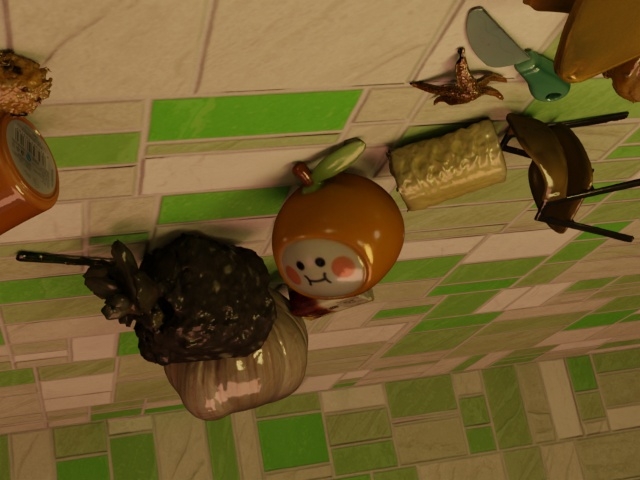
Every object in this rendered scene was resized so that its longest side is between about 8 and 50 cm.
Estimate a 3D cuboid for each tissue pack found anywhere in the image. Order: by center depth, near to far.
[{"bbox_3d":[0.017,0.086,1.929,0.148,0.106,0.099,-20,158,25],"label":"tissue pack"}]

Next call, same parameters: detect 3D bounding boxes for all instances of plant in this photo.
[{"bbox_3d":[-0.251,0.101,1.663,0.312,0.213,0.215,4,159,-41],"label":"plant"}]

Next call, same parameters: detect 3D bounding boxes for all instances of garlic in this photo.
[{"bbox_3d":[-0.168,0.208,1.936,0.317,0.260,0.317,-2,-167,1],"label":"garlic"}]

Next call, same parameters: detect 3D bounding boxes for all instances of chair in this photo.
[{"bbox_3d":[0.372,-0.107,1.470,0.246,0.159,0.172,-2,138,-18],"label":"chair"}]

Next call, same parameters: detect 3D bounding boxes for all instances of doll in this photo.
[{"bbox_3d":[0.016,-0.035,1.506,0.213,0.236,0.213,-20,-157,9],"label":"doll"}]

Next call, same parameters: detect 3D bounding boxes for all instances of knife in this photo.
[{"bbox_3d":[0.244,-0.237,1.247,0.063,0.035,0.260,-16,156,36],"label":"knife"}]

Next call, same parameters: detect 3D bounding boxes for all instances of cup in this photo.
[{"bbox_3d":[-0.460,-0.057,1.203,0.263,0.182,0.226,-22,-167,12],"label":"cup"}]

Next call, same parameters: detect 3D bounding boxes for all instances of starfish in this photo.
[{"bbox_3d":[0.186,-0.206,1.275,0.133,0.041,0.130,-12,160,4],"label":"starfish"}]

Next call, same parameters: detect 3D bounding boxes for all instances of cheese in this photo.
[{"bbox_3d":[0.193,-0.115,1.470,0.167,0.094,0.123,-18,151,9],"label":"cheese"}]

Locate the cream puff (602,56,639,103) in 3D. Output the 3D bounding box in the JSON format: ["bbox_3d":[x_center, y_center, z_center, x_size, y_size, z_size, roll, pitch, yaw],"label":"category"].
[{"bbox_3d":[0.413,-0.244,1.172,0.165,0.115,0.150,-25,155,17],"label":"cream puff"}]

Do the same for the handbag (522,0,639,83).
[{"bbox_3d":[0.360,-0.320,0.911,0.282,0.133,0.401,-14,161,-3],"label":"handbag"}]

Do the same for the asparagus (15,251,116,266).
[{"bbox_3d":[-0.418,0.039,1.686,0.232,0.022,0.023,9,109,-41],"label":"asparagus"}]

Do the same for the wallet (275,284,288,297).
[{"bbox_3d":[-0.083,0.112,2.099,0.044,0.011,0.083,0,158,-29],"label":"wallet"}]

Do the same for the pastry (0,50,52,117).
[{"bbox_3d":[-0.370,-0.172,1.051,0.140,0.056,0.080,11,145,-34],"label":"pastry"}]
